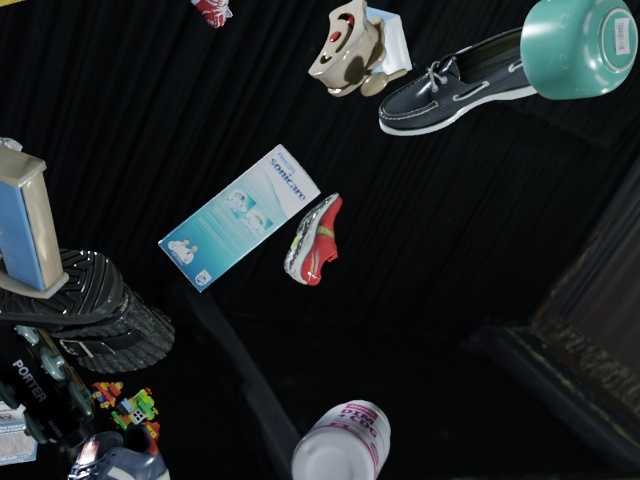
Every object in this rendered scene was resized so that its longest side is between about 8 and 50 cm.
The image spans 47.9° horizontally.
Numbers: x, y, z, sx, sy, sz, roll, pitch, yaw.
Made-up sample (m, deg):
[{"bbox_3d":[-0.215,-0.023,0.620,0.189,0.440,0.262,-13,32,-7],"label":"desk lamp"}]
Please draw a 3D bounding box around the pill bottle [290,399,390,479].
[{"bbox_3d":[0.054,0.423,1.465,0.160,0.160,0.283,32,-171,11],"label":"pill bottle"}]

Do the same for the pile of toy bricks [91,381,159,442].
[{"bbox_3d":[-0.450,0.407,1.758,0.105,0.118,0.212,-43,-79,-37],"label":"pile of toy bricks"}]

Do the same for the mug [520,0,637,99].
[{"bbox_3d":[0.320,-0.250,0.889,0.158,0.129,0.097,36,165,-33],"label":"mug"}]

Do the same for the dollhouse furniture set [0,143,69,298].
[{"bbox_3d":[-0.495,0.027,0.826,0.287,0.198,0.303,20,-137,15],"label":"dollhouse furniture set"}]

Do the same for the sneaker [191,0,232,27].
[{"bbox_3d":[-0.164,-0.397,1.195,0.118,0.042,0.067,-9,121,53],"label":"sneaker"}]

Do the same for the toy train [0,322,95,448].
[{"bbox_3d":[-0.566,0.256,1.423,0.333,0.142,0.190,59,169,-12],"label":"toy train"}]

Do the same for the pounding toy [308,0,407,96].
[{"bbox_3d":[0.081,-0.382,1.561,0.155,0.154,0.269,37,-142,-34],"label":"pounding toy"}]

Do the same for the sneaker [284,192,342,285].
[{"bbox_3d":[0.000,0.000,1.881,0.118,0.107,0.279,36,-122,-17],"label":"sneaker"}]

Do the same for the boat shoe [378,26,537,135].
[{"bbox_3d":[0.227,-0.263,1.162,0.091,0.303,0.114,53,-159,-49],"label":"boat shoe"}]

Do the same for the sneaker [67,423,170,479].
[{"bbox_3d":[-0.395,0.418,1.234,0.131,0.148,0.350,-14,-179,19],"label":"sneaker"}]

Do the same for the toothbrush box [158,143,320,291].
[{"bbox_3d":[-0.159,-0.046,1.427,0.126,0.295,0.216,50,175,-6],"label":"toothbrush box"}]

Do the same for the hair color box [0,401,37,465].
[{"bbox_3d":[-0.815,0.418,1.689,0.174,0.105,0.347,4,-175,-44],"label":"hair color box"}]

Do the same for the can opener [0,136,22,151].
[{"bbox_3d":[-0.885,-0.185,1.959,0.074,0.093,0.280,20,-143,-18],"label":"can opener"}]

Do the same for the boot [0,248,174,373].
[{"bbox_3d":[-0.421,0.104,1.120,0.348,0.131,0.260,11,158,12],"label":"boot"}]

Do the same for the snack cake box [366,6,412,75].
[{"bbox_3d":[0.155,-0.559,2.027,0.089,0.152,0.264,-22,-154,-6],"label":"snack cake box"}]

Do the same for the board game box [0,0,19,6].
[{"bbox_3d":[-0.479,-0.547,1.225,0.317,0.064,0.242,-27,-91,-27],"label":"board game box"}]
